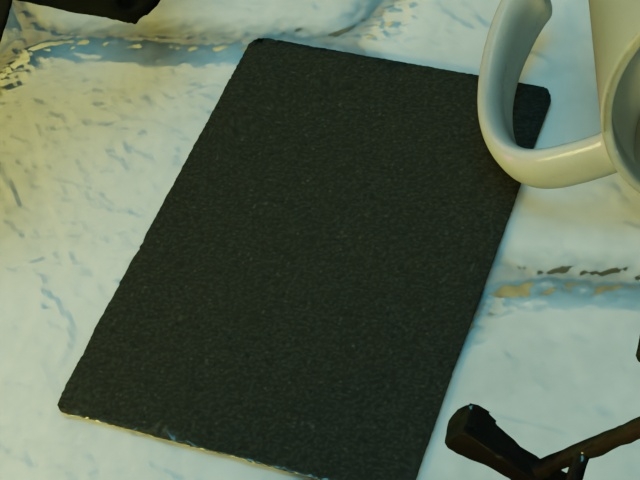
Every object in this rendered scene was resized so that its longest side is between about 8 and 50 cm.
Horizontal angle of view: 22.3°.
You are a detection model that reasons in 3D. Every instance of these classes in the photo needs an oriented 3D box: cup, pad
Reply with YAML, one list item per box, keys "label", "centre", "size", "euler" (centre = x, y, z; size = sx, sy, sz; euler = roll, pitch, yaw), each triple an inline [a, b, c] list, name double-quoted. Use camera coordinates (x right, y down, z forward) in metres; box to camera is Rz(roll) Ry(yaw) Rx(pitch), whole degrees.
- label: "cup"
  centre: [0.159, -0.089, 0.639]
  size: [0.134, 0.173, 0.142]
  euler: [20, 45, -20]
- label: "pad"
  centre: [0.000, 0.000, 0.647]
  size: [0.143, 0.003, 0.211]
  euler: [12, 53, 17]

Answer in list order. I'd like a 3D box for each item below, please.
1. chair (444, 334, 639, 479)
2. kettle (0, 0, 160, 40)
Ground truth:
- label: "chair"
  centre: [0.144, 0.132, 0.474]
  size: [0.229, 0.113, 0.106]
  euler: [34, 53, -14]
- label: "kettle"
  centre: [-0.205, -0.188, 0.669]
  size: [0.262, 0.203, 0.308]
  euler: [-11, 33, -3]
